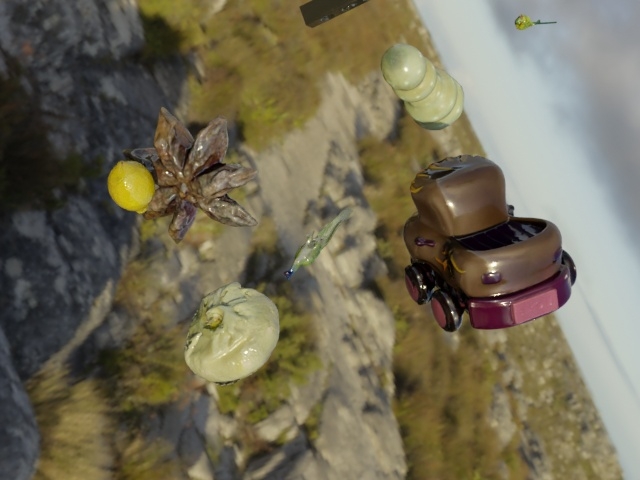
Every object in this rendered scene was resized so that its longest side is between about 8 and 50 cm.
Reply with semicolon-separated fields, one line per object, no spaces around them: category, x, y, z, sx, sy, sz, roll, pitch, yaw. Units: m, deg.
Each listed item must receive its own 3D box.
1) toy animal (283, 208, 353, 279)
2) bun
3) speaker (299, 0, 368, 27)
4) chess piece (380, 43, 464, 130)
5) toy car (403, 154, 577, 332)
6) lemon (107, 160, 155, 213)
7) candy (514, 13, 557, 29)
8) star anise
toy animal;-0.001;-0.007;2.088;0.041;0.217;0.075;36;-21;16
bun;-0.207;0.203;2.266;0.141;0.239;0.239;50;18;-45
speaker;0.051;-0.498;2.045;0.040;0.191;0.046;-8;77;-68
chess piece;0.206;-0.337;2.132;0.243;0.133;0.133;29;36;-57
toy car;0.286;-0.005;1.760;0.340;0.271;0.240;-139;-145;-61
lemon;-0.257;-0.073;1.364;0.062;0.062;0.083;-97;170;-59
candy;0.508;-0.511;2.336;0.035;0.122;0.035;59;-36;40
star anise;-0.190;-0.097;1.422;0.073;0.212;0.197;-37;112;-60
